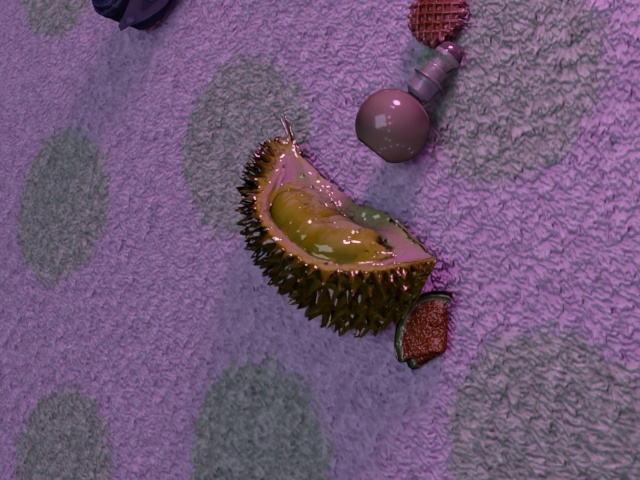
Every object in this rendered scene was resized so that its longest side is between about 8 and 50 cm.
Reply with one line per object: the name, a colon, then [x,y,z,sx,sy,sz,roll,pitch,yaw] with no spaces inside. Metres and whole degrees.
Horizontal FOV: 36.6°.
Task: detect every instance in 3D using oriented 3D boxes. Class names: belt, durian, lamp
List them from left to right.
belt: [-0.277,-0.437,1.502,0.218,0.128,0.122,-50,55,23]
durian: [0.000,0.000,1.231,0.169,0.158,0.352,-39,49,-11]
lamp: [0.114,-0.171,1.166,0.163,0.091,0.091,-50,54,5]

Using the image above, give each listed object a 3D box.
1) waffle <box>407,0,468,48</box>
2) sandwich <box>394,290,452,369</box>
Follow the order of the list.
waffle: [0.143,-0.274,1.184,0.083,0.029,0.075,50,116,31]
sandwich: [0.123,0.106,1.150,0.069,0.026,0.101,11,94,37]
